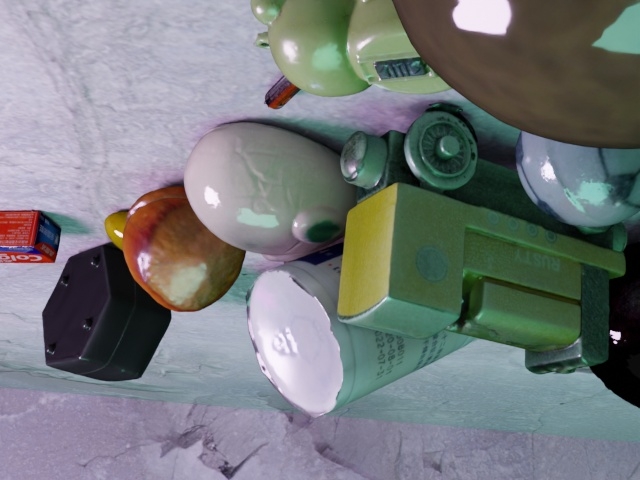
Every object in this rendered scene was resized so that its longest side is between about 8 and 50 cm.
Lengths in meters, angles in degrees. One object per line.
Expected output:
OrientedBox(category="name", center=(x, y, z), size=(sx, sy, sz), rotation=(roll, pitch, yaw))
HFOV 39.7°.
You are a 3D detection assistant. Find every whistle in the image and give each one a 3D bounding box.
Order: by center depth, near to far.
OrientedBox(category="whistle", center=(0.070, -0.185, 0.756), size=(0.288, 0.106, 0.131), rotation=(-3, 149, 24))
OrientedBox(category="whistle", center=(0.247, -0.099, 0.879), size=(0.289, 0.163, 0.163), rotation=(19, 155, -33))

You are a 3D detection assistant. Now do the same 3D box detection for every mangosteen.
OrientedBox(category="mangosteen", center=(0.517, 0.104, 1.267), size=(0.302, 0.275, 0.275), rotation=(-44, 137, 19))

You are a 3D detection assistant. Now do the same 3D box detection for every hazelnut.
OrientedBox(category="hazelnut", center=(-0.183, 0.002, 1.236), size=(0.182, 0.182, 0.182), rotation=(4, 159, 2))

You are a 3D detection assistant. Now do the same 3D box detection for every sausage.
OrientedBox(category="sausage", center=(-0.010, -0.177, 0.910), size=(0.028, 0.025, 0.198), rotation=(-20, 176, -34))

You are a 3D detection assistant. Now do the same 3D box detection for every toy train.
OrientedBox(category="toy train", center=(0.195, 0.009, 1.038), size=(0.397, 0.253, 0.160), rotation=(15, 158, -23))

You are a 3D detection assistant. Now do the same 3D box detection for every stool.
OrientedBox(category="stool", center=(-0.370, 0.127, 1.516), size=(0.141, 0.232, 0.232), rotation=(23, 152, -39))

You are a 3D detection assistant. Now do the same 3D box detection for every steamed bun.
OrientedBox(category="steamed bun", center=(-0.058, -0.050, 1.105), size=(0.228, 0.131, 0.177), rotation=(17, 155, -24))

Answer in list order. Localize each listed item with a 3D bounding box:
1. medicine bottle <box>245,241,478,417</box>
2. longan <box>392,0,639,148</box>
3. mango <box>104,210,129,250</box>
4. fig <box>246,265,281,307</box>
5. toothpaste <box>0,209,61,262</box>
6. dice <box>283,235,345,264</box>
OrientedBox(category="medicine bottle", center=(0.090, 0.080, 1.153), size=(0.332, 0.190, 0.190), rotation=(-19, 175, -35))
OrientedBox(category="longan", center=(0.205, -0.189, 0.497), size=(0.350, 0.288, 0.288), rotation=(-21, 149, 25))
OrientedBox(category="mango", center=(-0.256, 0.002, 1.364), size=(0.161, 0.076, 0.103), rotation=(24, 159, -24))
OrientedBox(category="fig", center=(-0.052, 0.101, 1.522), size=(0.153, 0.121, 0.136), rotation=(-20, 152, -1))
OrientedBox(category="toothpaste", center=(-0.582, -0.004, 1.425), size=(0.320, 0.066, 0.076), rotation=(0, 159, 13))
OrientedBox(category="dice", center=(0.000, 0.000, 1.274), size=(0.094, 0.091, 0.093), rotation=(9, 158, -15))
